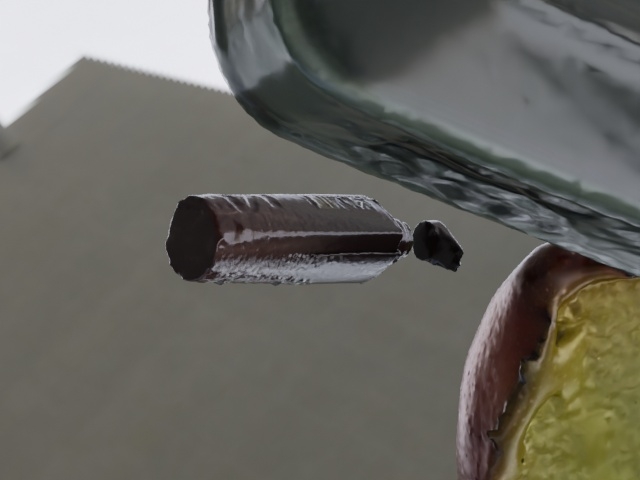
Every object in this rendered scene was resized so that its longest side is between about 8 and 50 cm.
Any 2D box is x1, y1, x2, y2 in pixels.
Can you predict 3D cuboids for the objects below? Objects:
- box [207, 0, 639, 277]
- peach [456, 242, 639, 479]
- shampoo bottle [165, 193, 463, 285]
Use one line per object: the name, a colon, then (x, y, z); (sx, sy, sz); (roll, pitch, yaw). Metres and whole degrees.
box: (0.179, -0.183, 0.730); (0.111, 0.395, 0.397); (-6, -113, 65)
peach: (0.215, 0.130, 1.319); (0.257, 0.362, 0.201); (-22, -155, 0)
shampoo bottle: (0.002, 0.000, 1.232); (0.067, 0.236, 0.068); (-52, -127, 37)
